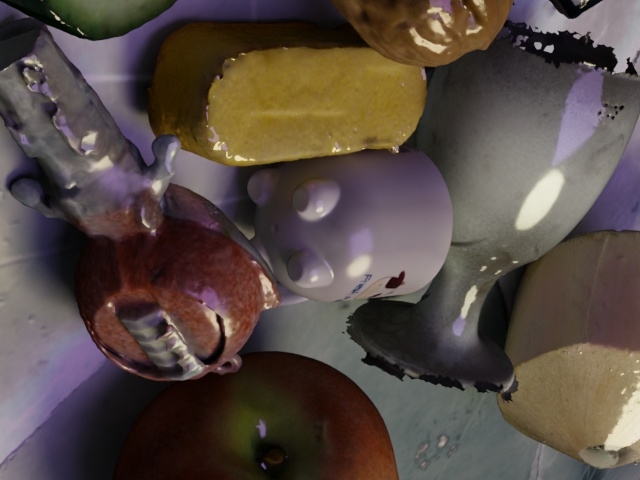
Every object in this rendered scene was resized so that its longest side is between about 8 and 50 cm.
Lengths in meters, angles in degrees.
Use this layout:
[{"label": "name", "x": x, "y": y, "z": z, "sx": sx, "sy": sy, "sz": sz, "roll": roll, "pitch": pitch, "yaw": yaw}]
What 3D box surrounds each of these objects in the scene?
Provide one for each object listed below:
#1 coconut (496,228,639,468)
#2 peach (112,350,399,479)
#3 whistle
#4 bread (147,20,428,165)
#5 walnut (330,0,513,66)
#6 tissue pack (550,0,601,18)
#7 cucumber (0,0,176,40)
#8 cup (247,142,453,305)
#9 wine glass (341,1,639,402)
[{"label": "coconut", "x": 0.316, "y": 0.134, "z": 1.409, "sx": 0.239, "sy": 0.239, "sz": 0.244, "roll": 65, "pitch": 33, "yaw": -48}, {"label": "peach", "x": -0.058, "y": 0.219, "z": 1.099, "sx": 0.252, "sy": 0.252, "sz": 0.252, "roll": -27, "pitch": 134, "yaw": -31}, {"label": "whistle", "x": -0.137, "y": -0.009, "z": 0.934, "sx": 0.133, "sy": 0.142, "sz": 0.346, "roll": -63, "pitch": 141, "yaw": -33}, {"label": "bread", "x": -0.025, "y": -0.117, "z": 0.997, "sx": 0.245, "sy": 0.094, "sz": 0.102, "roll": -11, "pitch": 115, "yaw": -43}, {"label": "walnut", "x": 0.075, "y": -0.217, "z": 0.960, "sx": 0.155, "sy": 0.155, "sz": 0.184, "roll": -41, "pitch": 106, "yaw": -17}, {"label": "tissue pack", "x": 0.191, "y": -0.277, "z": 1.047, "sx": 0.103, "sy": 0.090, "sz": 0.170, "roll": -35, "pitch": 129, "yaw": 12}, {"label": "cucumber", "x": -0.145, "y": -0.216, "z": 0.769, "sx": 0.191, "sy": 0.130, "sz": 0.191, "roll": -32, "pitch": 139, "yaw": -33}, {"label": "cup", "x": 0.001, "y": -0.012, "z": 1.092, "sx": 0.142, "sy": 0.173, "sz": 0.134, "roll": -6, "pitch": 90, "yaw": -42}, {"label": "wine glass", "x": 0.158, "y": -0.039, "z": 1.169, "sx": 0.190, "sy": 0.190, "sz": 0.357, "roll": -4, "pitch": 119, "yaw": -45}]
